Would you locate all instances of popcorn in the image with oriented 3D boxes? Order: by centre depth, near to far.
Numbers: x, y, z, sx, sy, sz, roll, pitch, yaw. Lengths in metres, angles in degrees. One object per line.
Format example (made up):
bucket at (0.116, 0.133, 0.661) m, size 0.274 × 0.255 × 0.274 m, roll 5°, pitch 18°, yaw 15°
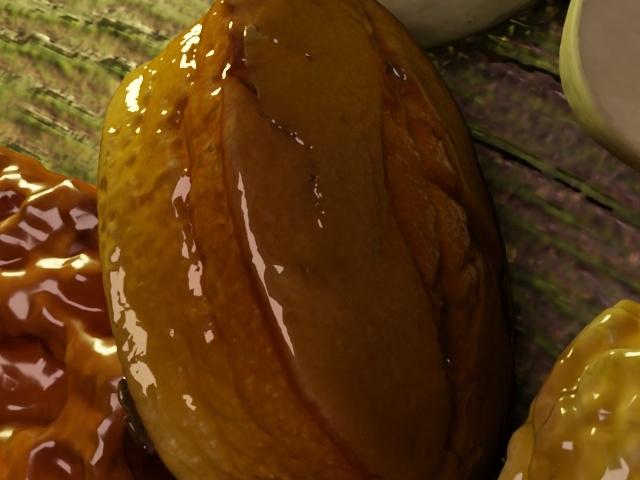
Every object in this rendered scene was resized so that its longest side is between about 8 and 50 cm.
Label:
popcorn at (0.141, 0.125, 0.536) m, size 0.163 × 0.140 × 0.194 m, roll 27°, pitch 90°, yaw 39°

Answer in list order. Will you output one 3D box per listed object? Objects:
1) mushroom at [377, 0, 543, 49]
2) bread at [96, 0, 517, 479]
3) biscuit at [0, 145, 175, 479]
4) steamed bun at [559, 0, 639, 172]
mushroom at (0.086, -0.167, 0.690) m, size 0.270 × 0.103 × 0.118 m, roll -34°, pitch 59°, yaw 22°
bread at (0.000, 0.000, 0.626) m, size 0.143 × 0.195 × 0.269 m, roll -29°, pitch 59°, yaw 30°
biscuit at (-0.205, 0.104, 0.757) m, size 0.318 × 0.110 × 0.312 m, roll 26°, pitch 88°, yaw 34°
steamed bun at (0.210, -0.121, 0.547) m, size 0.155 × 0.200 × 0.250 m, roll 42°, pitch 99°, yaw 3°
